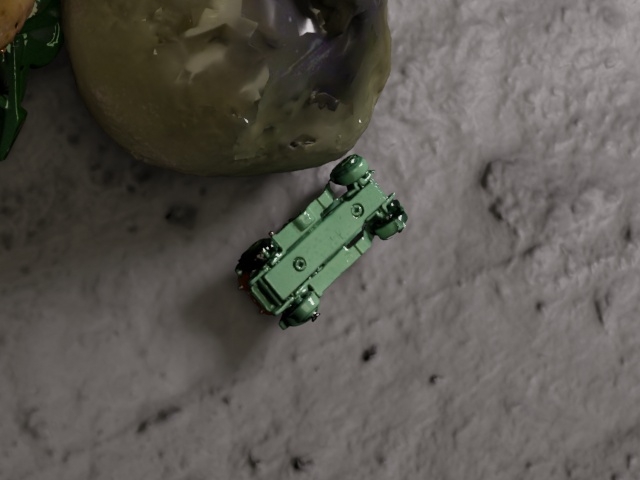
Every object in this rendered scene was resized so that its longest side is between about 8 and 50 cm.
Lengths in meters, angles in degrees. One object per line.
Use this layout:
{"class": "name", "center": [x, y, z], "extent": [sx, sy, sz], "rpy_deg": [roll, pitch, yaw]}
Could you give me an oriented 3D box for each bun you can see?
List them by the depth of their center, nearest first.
{"class": "bun", "center": [-0.054, -0.174, 0.925], "extent": [0.272, 0.168, 0.273], "rpy_deg": [1, 88, -33]}

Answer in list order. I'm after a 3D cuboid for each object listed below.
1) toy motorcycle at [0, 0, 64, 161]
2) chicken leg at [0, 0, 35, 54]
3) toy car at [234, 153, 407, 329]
{"class": "toy motorcycle", "center": [-0.224, -0.161, 0.933], "extent": [0.106, 0.074, 0.190], "rpy_deg": [31, 76, -23]}
{"class": "chicken leg", "center": [-0.291, -0.107, 0.778], "extent": [0.295, 0.182, 0.409], "rpy_deg": [-12, 79, -31]}
{"class": "toy car", "center": [0.000, 0.000, 1.002], "extent": [0.143, 0.054, 0.073], "rpy_deg": [-45, 102, -21]}
